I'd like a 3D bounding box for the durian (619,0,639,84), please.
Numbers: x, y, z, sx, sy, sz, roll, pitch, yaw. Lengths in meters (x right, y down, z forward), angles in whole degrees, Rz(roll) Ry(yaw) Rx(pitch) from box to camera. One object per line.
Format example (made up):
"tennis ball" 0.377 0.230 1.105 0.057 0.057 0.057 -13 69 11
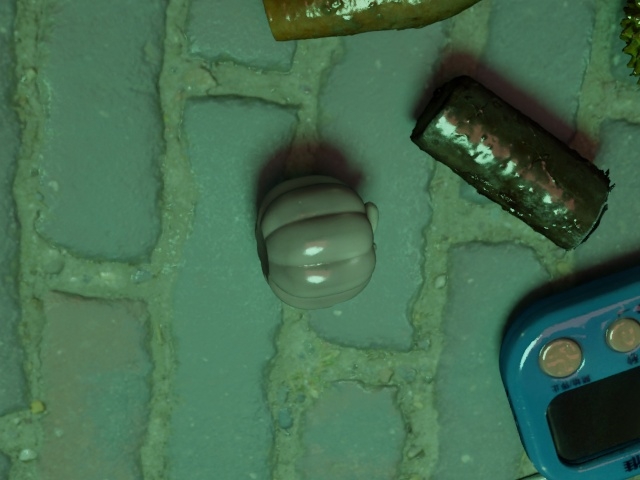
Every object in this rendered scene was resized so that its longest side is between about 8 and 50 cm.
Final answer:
"durian" 0.522 -0.291 1.291 0.258 0.258 0.293 28 94 -15

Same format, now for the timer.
"timer" 0.440 0.198 1.518 0.340 0.115 0.309 -20 110 1

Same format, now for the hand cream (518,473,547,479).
"hand cream" 0.349 0.392 1.626 0.216 0.038 0.052 -18 87 6

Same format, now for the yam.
"yam" 0.260 -0.107 1.384 0.280 0.131 0.131 33 103 -14

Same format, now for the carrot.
"carrot" 0.081 -0.321 1.283 0.302 0.138 0.138 -15 111 7

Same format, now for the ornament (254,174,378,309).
"ornament" 0.000 0.001 1.366 0.177 0.177 0.177 -2 110 -6
